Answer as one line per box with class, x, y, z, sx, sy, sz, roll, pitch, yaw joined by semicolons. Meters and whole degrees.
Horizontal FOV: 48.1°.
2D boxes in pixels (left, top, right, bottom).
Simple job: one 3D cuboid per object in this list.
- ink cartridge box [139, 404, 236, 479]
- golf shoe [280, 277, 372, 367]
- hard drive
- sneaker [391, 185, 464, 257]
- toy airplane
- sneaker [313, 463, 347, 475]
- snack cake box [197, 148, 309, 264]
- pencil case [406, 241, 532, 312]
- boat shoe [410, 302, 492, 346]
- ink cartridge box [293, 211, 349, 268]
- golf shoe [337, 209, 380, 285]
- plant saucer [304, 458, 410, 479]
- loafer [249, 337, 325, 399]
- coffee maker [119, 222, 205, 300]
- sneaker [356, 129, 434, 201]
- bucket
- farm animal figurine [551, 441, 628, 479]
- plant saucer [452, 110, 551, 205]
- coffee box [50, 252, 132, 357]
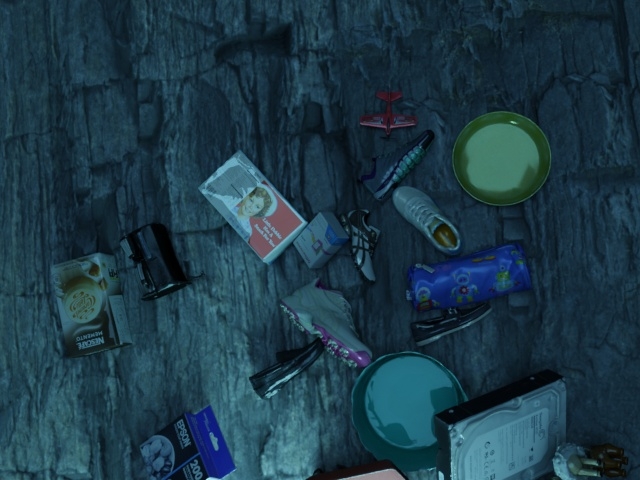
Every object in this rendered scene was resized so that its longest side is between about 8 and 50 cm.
ink cartridge box;-0.332;0.537;1.777;0.208;0.045;0.206;-37;48;2
golf shoe;0.032;0.188;1.731;0.140;0.115;0.306;-41;47;-16
hard drive;0.408;0.448;1.599;0.339;0.064;0.236;-13;109;-27
sneaker;0.270;-0.056;1.784;0.229;0.092;0.087;44;92;11
toy airplane;0.175;-0.333;1.861;0.151;0.028;0.151;-1;83;6
sneaker;0.060;0.586;1.750;0.178;0.072;0.077;-6;81;6
snack cake box;-0.169;-0.085;1.850;0.152;0.089;0.264;-42;80;0
pencil case;0.353;0.088;1.737;0.306;0.119;0.133;-12;124;6
boat shoe;0.318;0.192;1.758;0.206;0.075;0.064;-26;84;9
ink cartridge box;0.000;0.000;1.802;0.122;0.052;0.088;-49;62;30
golf shoe;0.114;0.013;1.806;0.094;0.077;0.198;-21;82;5
plant saucer;0.113;0.587;1.644;0.259;0.258;0.047;-20;38;25
loafer;-0.081;0.308;1.798;0.223;0.076;0.078;-38;89;6
coffee maker;-0.414;0.047;1.868;0.171;0.120;0.178;-20;82;-18
sneaker;0.190;-0.209;1.820;0.098;0.083;0.223;41;91;15
bucket;0.211;0.394;1.694;0.281;0.183;0.281;-1;83;9
farm animal figurine;0.564;0.612;1.591;0.172;0.327;0.330;-2;78;37
plant saucer;0.453;-0.203;1.803;0.241;0.037;0.240;-1;84;8
coffee box;-0.598;0.170;1.875;0.141;0.098;0.246;-16;82;6
